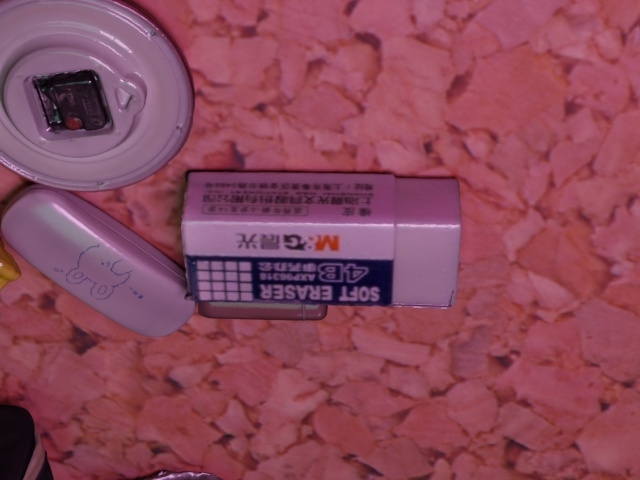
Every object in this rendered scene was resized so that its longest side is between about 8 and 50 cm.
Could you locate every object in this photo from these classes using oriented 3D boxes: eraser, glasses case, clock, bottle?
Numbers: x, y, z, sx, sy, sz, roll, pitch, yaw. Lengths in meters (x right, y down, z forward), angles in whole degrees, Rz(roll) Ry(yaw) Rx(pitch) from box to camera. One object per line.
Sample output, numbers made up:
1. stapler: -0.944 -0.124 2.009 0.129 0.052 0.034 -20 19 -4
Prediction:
1. eraser: 0.000 0.000 1.767 0.287 0.086 0.130 2 130 1
2. glasses case: -0.236 0.023 1.812 0.233 0.059 0.092 38 122 -23
3. clock: -0.246 -0.148 1.683 0.244 0.056 0.244 1 128 1
4. bottle: -0.062 0.060 1.837 0.140 0.053 0.053 2 128 2

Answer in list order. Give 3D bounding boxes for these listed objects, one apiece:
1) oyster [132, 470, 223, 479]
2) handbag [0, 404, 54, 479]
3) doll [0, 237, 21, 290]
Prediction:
1. oyster: -0.262 0.378 2.047 0.351 0.158 0.162 -15 92 -2
2. handbag: -0.435 0.275 1.946 0.254 0.181 0.181 -1 136 4
3. doll: -0.461 0.129 1.814 0.363 0.199 0.145 -46 132 8
